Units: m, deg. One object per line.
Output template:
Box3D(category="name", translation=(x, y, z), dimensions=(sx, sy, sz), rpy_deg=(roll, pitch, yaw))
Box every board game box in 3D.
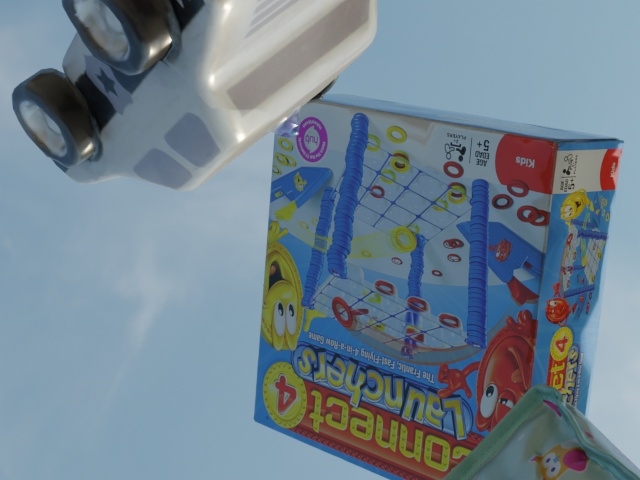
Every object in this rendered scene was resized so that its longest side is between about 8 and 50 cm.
Box3D(category="board game box", translation=(0.083, 0.044, 1.133), dimensions=(0.086, 0.308, 0.302), rpy_deg=(-6, -76, -44))

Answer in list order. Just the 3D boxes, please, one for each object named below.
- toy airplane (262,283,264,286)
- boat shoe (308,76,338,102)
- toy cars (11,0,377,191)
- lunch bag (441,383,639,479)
Box3D(category="toy airplane", translation=(0.000, 0.000, 1.326), dimensions=(0.151, 0.151, 0.028), rpy_deg=(-32, -104, -36))
Box3D(category="boat shoe", translation=(-0.026, -0.158, 0.750), dimensions=(0.084, 0.233, 0.079), rpy_deg=(1, -113, 12))
Box3D(category="toy cars", translation=(0.047, -0.118, 0.407), dimensions=(0.087, 0.393, 0.176), rpy_deg=(50, -157, -3))
Box3D(category="lunch bag", translation=(0.124, 0.256, 0.799), dimensions=(0.223, 0.262, 0.160), rpy_deg=(42, -175, -26))
